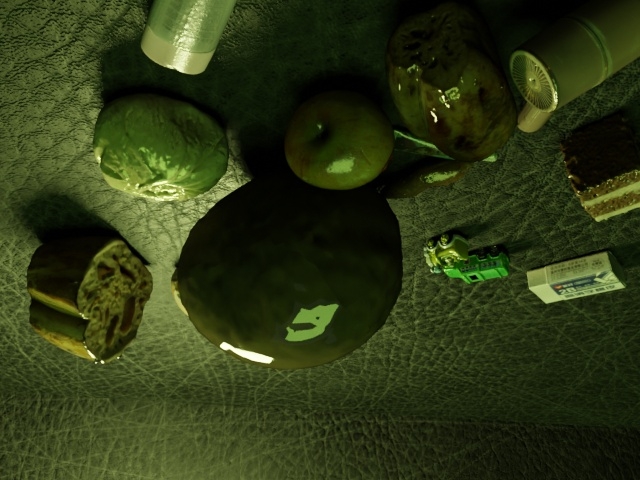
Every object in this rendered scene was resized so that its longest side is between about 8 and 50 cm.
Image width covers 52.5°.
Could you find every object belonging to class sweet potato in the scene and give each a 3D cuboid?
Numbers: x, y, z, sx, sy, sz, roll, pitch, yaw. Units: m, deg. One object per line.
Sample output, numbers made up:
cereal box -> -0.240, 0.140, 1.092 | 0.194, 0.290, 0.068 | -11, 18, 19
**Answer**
sweet potato -> 0.200, -0.123, 1.300 | 0.218, 0.051, 0.065 | -18, 148, 31

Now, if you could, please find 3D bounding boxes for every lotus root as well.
lotus root -> 0.199, -0.222, 0.994 | 0.193, 0.193, 0.291 | -12, 154, 24
lotus root -> -0.601, 0.143, 1.604 | 0.249, 0.316, 0.316 | 6, 152, 9

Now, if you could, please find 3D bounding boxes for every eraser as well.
eraser -> 0.656, 0.098, 1.667 | 0.210, 0.068, 0.124 | -19, 146, 34

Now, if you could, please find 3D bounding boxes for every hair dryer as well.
hair dryer -> 0.373, -0.247, 1.018 | 0.189, 0.107, 0.344 | -34, 170, -4

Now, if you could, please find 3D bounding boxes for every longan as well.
longan -> -0.046, 0.053, 1.285 | 0.435, 0.404, 0.404 | -17, 146, 29

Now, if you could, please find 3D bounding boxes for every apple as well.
apple -> 0.036, -0.168, 1.104 | 0.182, 0.183, 0.155 | -13, 171, 25

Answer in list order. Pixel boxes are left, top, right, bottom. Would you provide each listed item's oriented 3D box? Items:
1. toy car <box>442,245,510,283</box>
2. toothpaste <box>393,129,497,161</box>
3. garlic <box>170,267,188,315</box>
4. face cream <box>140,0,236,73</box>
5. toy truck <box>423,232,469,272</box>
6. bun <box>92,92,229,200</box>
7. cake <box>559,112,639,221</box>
toy car -> 0.390, 0.066, 1.626 | 0.165, 0.063, 0.071 | -14, 148, 26
toothpaste -> 0.226, -0.175, 1.222 | 0.216, 0.037, 0.062 | 9, 152, -3
garlic -> -0.280, 0.139, 1.753 | 0.244, 0.145, 0.164 | 3, 121, -7
face cream -> -0.171, -0.340, 0.898 | 0.107, 0.073, 0.269 | 19, 148, -19
toy truck -> 0.300, 0.035, 1.557 | 0.076, 0.077, 0.111 | 25, 144, -36
bun -> -0.294, -0.155, 1.171 | 0.243, 0.153, 0.244 | 0, 147, 0
cake -> 0.532, -0.128, 1.186 | 0.134, 0.135, 0.147 | -26, 141, 36
